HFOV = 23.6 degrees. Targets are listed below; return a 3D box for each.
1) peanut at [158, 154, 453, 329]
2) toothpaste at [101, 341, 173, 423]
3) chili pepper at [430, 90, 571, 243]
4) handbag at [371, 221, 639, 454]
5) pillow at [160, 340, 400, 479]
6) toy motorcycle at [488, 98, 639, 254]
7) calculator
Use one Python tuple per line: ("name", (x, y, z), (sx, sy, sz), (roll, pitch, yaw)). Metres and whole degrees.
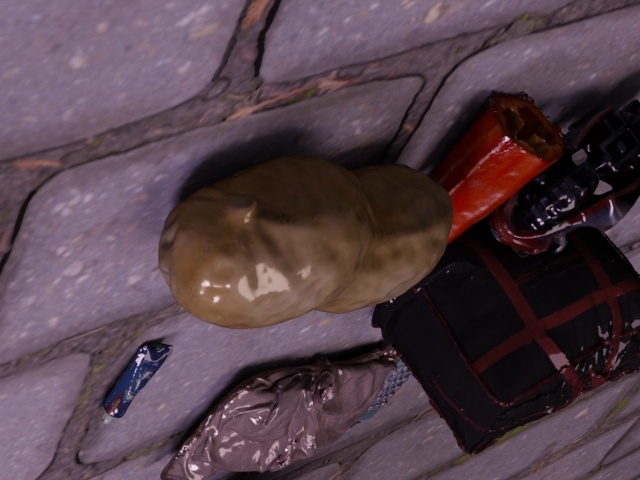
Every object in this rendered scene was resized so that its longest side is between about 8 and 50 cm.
("peanut", (0.000, 0.000, 1.008), (0.117, 0.101, 0.263), (-26, 166, 32))
("toothpaste", (-0.138, 0.105, 1.123), (0.027, 0.019, 0.083), (12, 126, -39))
("chili pepper", (0.100, -0.033, 1.147), (0.169, 0.065, 0.088), (-44, 156, 28))
("handbag", (0.173, 0.068, 1.302), (0.215, 0.169, 0.155), (-24, 154, -25))
("pillow", (-0.023, 0.157, 1.354), (0.248, 0.049, 0.135), (-8, 141, -54))
("toy motorcycle", (0.210, -0.051, 1.221), (0.213, 0.082, 0.122), (-36, -176, -43))
("calculator", (0.076, 0.121, 1.469), (0.057, 0.018, 0.172), (-10, 145, -50))
